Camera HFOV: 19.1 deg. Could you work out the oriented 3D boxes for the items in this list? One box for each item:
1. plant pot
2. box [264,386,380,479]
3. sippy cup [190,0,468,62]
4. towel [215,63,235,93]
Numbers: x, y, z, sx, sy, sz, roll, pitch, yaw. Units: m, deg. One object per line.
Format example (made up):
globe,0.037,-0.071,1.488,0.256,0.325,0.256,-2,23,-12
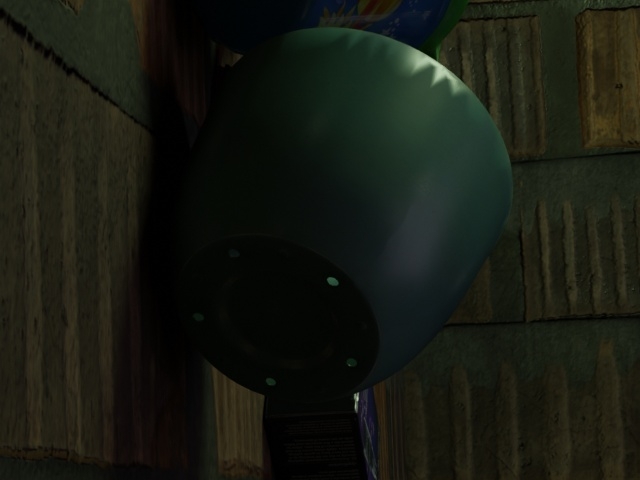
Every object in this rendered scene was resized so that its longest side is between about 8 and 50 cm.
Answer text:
plant pot,0.000,0.000,1.657,0.235,0.293,0.293,-64,152,-48
box,0.006,0.215,2.219,0.153,0.108,0.207,-86,170,-46
sippy cup,-0.005,-0.269,1.812,0.224,0.305,0.240,-21,144,-50
towel,-0.077,-0.032,1.993,0.275,0.031,0.199,76,14,-57
